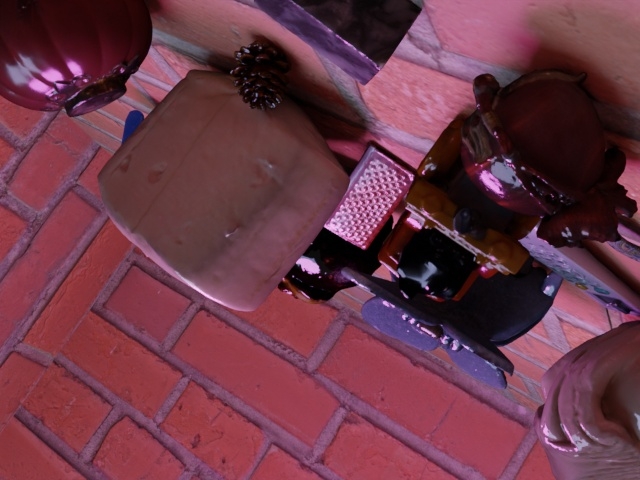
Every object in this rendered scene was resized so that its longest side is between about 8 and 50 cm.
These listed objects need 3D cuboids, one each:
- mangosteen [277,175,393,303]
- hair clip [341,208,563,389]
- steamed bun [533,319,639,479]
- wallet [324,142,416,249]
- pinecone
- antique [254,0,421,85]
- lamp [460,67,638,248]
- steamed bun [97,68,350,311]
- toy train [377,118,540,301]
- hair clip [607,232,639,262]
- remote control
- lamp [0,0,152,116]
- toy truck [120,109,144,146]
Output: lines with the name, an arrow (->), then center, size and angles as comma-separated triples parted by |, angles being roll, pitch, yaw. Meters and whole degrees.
mangosteen -> 0.000, -0.003, 1.773 | 0.288, 0.287, 0.233 | 28, 176, 32
hair clip -> 0.243, 0.080, 1.541 | 0.318, 0.238, 0.392 | 30, 169, 17
steamed bun -> 0.512, 0.264, 1.432 | 0.367, 0.343, 0.255 | 74, -173, -49
wallet -> 0.085, -0.074, 1.574 | 0.103, 0.196, 0.020 | 31, -145, -2
pinecone -> -0.090, -0.260, 1.401 | 0.102, 0.102, 0.109 | 54, -167, -63
antique -> 0.011, -0.275, 1.024 | 0.183, 0.088, 0.086 | 36, 170, -6
lamp -> 0.241, -0.091, 0.963 | 0.151, 0.215, 0.223 | -13, 105, 34
steamed bun -> -0.158, -0.098, 1.597 | 0.290, 0.371, 0.456 | 38, -177, -45
toy train -> 0.178, -0.026, 1.175 | 0.163, 0.231, 0.369 | 33, -165, 1
hair clip -> 0.405, -0.008, 1.183 | 0.229, 0.036, 0.066 | 34, 177, -1
remote control -> 0.402, 0.037, 1.375 | 0.293, 0.051, 0.103 | 35, 171, -26
lamp -> -0.441, -0.352, 1.521 | 0.257, 0.303, 0.303 | 63, 166, -4
toy truck -> -0.341, -0.205, 2.256 | 0.367, 0.175, 0.146 | 31, 167, 13
